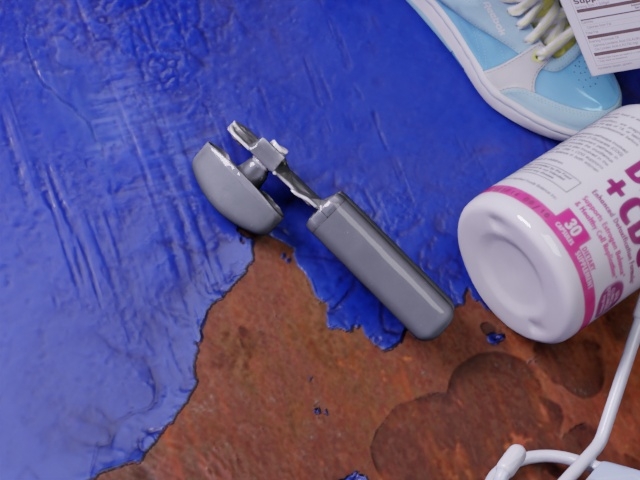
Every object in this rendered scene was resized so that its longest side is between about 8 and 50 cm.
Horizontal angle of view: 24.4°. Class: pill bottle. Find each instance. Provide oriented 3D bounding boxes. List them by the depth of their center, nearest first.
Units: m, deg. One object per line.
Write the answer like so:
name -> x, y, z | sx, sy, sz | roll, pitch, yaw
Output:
pill bottle -> 0.287, -0.035, 1.442 | 0.283, 0.160, 0.160 | -32, 83, -24

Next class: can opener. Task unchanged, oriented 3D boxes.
can opener -> 0.000, 0.000, 1.406 | 0.283, 0.076, 0.095 | 45, 97, 1

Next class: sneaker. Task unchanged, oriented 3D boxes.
sneaker -> 0.206, -0.244, 1.465 | 0.319, 0.208, 0.127 | 43, 65, 0

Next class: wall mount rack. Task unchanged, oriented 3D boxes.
wall mount rack -> 0.321, 0.182, 1.304 | 0.304, 0.350, 0.130 | -38, 129, -41

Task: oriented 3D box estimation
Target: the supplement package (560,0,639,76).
supplement package -> 0.353, -0.305, 1.411 | 0.145, 0.204, 0.262 | 60, 38, -32
